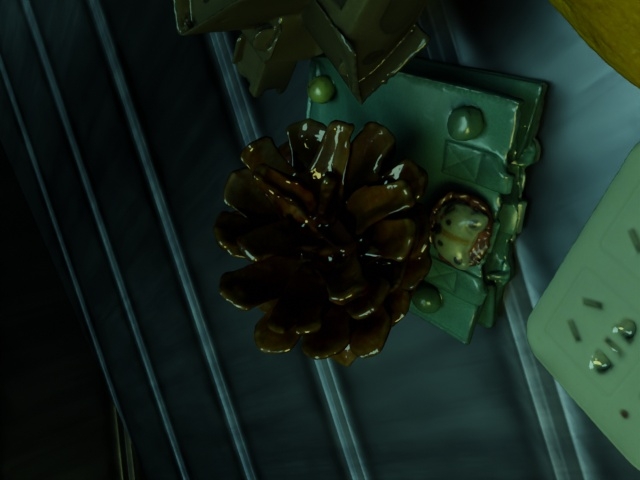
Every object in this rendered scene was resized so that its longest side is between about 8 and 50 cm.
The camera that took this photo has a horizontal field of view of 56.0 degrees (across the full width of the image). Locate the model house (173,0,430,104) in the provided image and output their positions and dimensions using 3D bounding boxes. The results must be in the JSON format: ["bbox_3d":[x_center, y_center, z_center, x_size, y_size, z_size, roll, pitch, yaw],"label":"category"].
[{"bbox_3d":[-0.008,-0.208,0.517,0.204,0.211,0.243,59,145,19],"label":"model house"}]

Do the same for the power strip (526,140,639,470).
[{"bbox_3d":[0.309,0.072,0.426,0.261,0.141,0.229,55,142,41],"label":"power strip"}]

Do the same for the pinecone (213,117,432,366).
[{"bbox_3d":[-0.001,0.000,0.543,0.203,0.201,0.228,19,95,17],"label":"pinecone"}]

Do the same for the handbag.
[{"bbox_3d":[0.081,-0.059,0.644,0.274,0.100,0.268,32,128,40],"label":"handbag"}]

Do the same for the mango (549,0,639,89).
[{"bbox_3d":[0.238,-0.155,0.363,0.317,0.119,0.176,43,178,33],"label":"mango"}]
